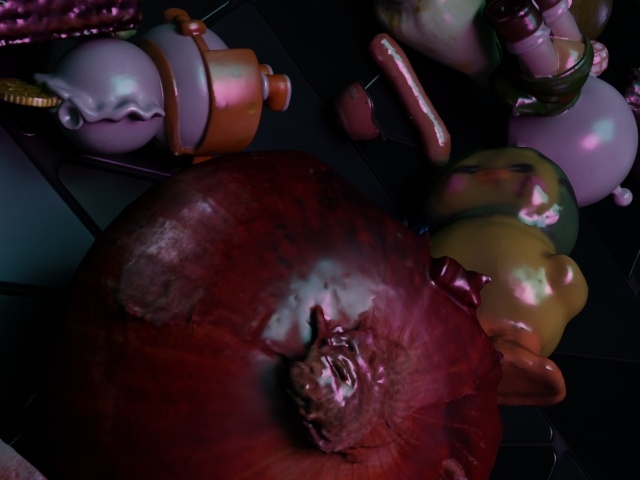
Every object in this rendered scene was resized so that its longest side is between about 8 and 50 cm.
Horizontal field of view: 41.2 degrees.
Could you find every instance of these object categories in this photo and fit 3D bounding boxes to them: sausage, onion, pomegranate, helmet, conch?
[{"bbox_3d":[0.117,-0.178,1.081,0.043,0.043,0.186,-38,102,-44],"label":"sausage"},{"bbox_3d":[-0.050,0.107,0.641,0.341,0.341,0.341,18,63,-38],"label":"onion"},{"bbox_3d":[0.331,-0.329,1.266,0.179,0.179,0.210,21,91,-37],"label":"pomegranate"},{"bbox_3d":[0.041,-0.142,0.989,0.065,0.049,0.084,-113,176,-46],"label":"helmet"},{"bbox_3d":[0.162,-0.307,1.120,0.251,0.143,0.137,12,108,-54],"label":"conch"}]

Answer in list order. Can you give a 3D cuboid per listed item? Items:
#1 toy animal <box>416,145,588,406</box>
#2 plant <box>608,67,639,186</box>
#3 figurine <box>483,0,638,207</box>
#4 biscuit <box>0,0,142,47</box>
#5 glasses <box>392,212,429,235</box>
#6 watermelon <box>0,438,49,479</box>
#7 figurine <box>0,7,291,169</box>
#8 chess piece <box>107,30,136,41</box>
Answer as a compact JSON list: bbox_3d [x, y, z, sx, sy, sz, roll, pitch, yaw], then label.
[{"bbox_3d":[0.192,0.043,0.968,0.191,0.216,0.338,73,26,-47],"label":"toy animal"},{"bbox_3d":[0.587,-0.181,1.448,0.256,0.164,0.141,30,50,-13],"label":"plant"},{"bbox_3d":[0.321,-0.183,1.142,0.281,0.167,0.370,-51,132,-20],"label":"figurine"},{"bbox_3d":[-0.307,-0.165,0.599,0.388,0.107,0.073,-22,120,-41],"label":"biscuit"},{"bbox_3d":[0.029,-0.024,0.844,0.102,0.239,0.207,-38,98,-1],"label":"glasses"},{"bbox_3d":[-0.205,0.253,0.492,0.261,0.201,0.213,51,58,-10],"label":"watermelon"},{"bbox_3d":[-0.148,-0.137,0.748,0.271,0.143,0.143,8,69,-43],"label":"figurine"},{"bbox_3d":[-0.227,-0.255,0.773,0.172,0.060,0.060,56,46,-17],"label":"chess piece"}]
